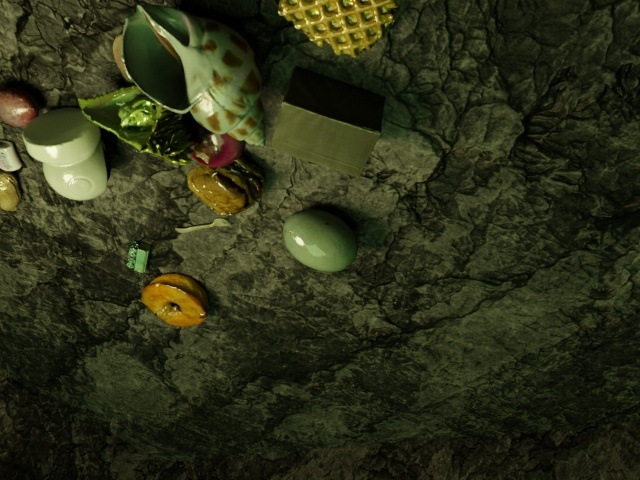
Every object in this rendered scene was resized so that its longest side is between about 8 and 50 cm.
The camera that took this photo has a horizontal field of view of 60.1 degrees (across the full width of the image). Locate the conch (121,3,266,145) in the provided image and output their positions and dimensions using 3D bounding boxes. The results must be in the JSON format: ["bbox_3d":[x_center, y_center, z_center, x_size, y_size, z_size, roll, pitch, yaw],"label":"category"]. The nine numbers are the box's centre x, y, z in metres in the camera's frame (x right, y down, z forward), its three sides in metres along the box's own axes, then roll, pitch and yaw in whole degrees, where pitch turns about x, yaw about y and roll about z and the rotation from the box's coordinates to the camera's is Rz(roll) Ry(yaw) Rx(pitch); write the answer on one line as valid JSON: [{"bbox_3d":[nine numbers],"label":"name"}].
[{"bbox_3d":[-0.255,-0.353,1.226,0.368,0.249,0.197,51,174,-6],"label":"conch"}]

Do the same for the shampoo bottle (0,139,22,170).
[{"bbox_3d":[-0.938,-0.250,1.653,0.072,0.043,0.099,8,140,5],"label":"shampoo bottle"}]

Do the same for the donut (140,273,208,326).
[{"bbox_3d":[-0.531,0.224,2.043,0.253,0.118,0.253,6,142,5],"label":"donut"}]

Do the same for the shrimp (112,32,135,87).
[{"bbox_3d":[-0.417,-0.406,1.353,0.152,0.046,0.219,7,139,10],"label":"shrimp"}]

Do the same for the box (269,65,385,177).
[{"bbox_3d":[0.017,-0.277,1.316,0.231,0.149,0.155,17,139,-6],"label":"box"}]

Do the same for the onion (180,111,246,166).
[{"bbox_3d":[-0.274,-0.269,1.397,0.177,0.153,0.177,35,138,39],"label":"onion"}]

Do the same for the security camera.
[{"bbox_3d":[-0.672,-0.218,1.510,0.194,0.194,0.236,4,135,9],"label":"security camera"}]

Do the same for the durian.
[{"bbox_3d":[-0.417,-0.262,1.309,0.355,0.169,0.157,34,144,37],"label":"durian"}]

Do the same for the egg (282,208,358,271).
[{"bbox_3d":[0.000,0.000,1.621,0.236,0.169,0.169,29,137,-10],"label":"egg"}]

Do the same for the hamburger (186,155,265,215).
[{"bbox_3d":[-0.267,-0.148,1.550,0.206,0.130,0.183,-24,126,37],"label":"hamburger"}]

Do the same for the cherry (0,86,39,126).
[{"bbox_3d":[-0.847,-0.358,1.481,0.225,0.090,0.107,5,152,21],"label":"cherry"}]

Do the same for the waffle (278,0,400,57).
[{"bbox_3d":[0.042,-0.501,1.133,0.254,0.052,0.245,26,136,-15],"label":"waffle"}]

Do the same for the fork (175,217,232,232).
[{"bbox_3d":[-0.375,-0.045,1.774,0.219,0.028,0.034,-6,144,25],"label":"fork"}]

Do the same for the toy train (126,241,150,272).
[{"bbox_3d":[-0.636,0.055,1.935,0.071,0.038,0.148,17,139,-11],"label":"toy train"}]

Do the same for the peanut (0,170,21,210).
[{"bbox_3d":[-0.994,-0.156,1.750,0.080,0.080,0.174,18,141,-7],"label":"peanut"}]
